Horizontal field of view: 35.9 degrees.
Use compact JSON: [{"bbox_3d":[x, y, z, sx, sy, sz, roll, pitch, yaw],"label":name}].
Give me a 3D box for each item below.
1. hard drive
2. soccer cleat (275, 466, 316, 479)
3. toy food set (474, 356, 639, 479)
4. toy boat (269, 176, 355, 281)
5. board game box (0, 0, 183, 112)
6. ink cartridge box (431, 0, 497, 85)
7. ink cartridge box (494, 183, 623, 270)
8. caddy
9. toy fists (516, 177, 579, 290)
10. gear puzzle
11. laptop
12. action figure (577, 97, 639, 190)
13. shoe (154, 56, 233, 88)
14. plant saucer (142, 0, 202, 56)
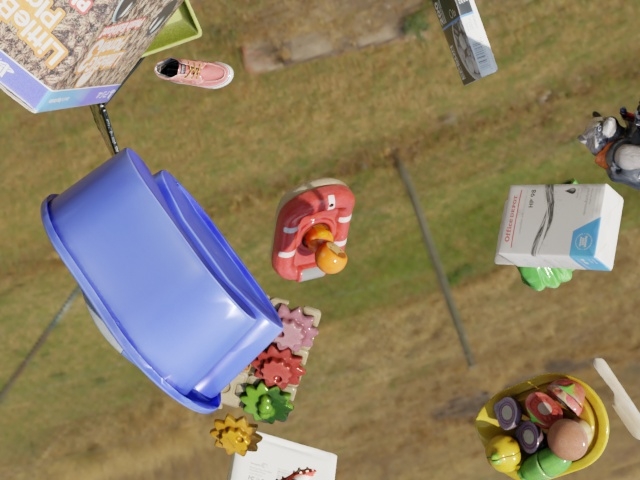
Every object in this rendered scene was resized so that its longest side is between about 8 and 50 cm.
[{"bbox_3d":[-0.081,0.510,1.795,0.203,0.307,0.040,19,141,-14],"label":"hard drive"},{"bbox_3d":[-0.041,0.403,1.645,0.083,0.035,0.029,-14,-169,-39],"label":"soccer cleat"},{"bbox_3d":[0.283,0.236,1.237,0.218,0.128,0.071,-32,167,33],"label":"toy food set"},{"bbox_3d":[0.000,0.000,1.823,0.151,0.151,0.231,-13,135,-25],"label":"toy boat"},{"bbox_3d":[-0.209,-0.283,0.952,0.291,0.141,0.232,-50,-177,12],"label":"board game box"},{"bbox_3d":[0.298,-0.436,2.102,0.045,0.206,0.208,-21,-177,-5],"label":"ink cartridge box"},{"bbox_3d":[0.309,-0.019,1.348,0.180,0.104,0.060,1,163,40],"label":"ink cartridge box"},{"bbox_3d":[-0.206,0.054,1.222,0.179,0.341,0.241,-39,162,4],"label":"caddy"},{"bbox_3d":[0.514,-0.004,2.147,0.279,0.142,0.096,-45,-169,-33],"label":"toy fists"},{"bbox_3d":[-0.120,0.219,1.530,0.175,0.044,0.339,17,125,0],"label":"gear puzzle"},{"bbox_3d":[-0.364,-0.289,1.840,0.137,0.234,0.264,-21,132,-12],"label":"laptop"},{"bbox_3d":[0.582,-0.128,1.667,0.178,0.330,0.341,-59,151,5],"label":"action figure"},{"bbox_3d":[-0.297,-0.391,2.304,0.178,0.063,0.081,7,-176,24],"label":"shoe"},{"bbox_3d":[-0.303,-0.377,1.528,0.188,0.045,0.188,-18,124,7],"label":"plant saucer"}]
